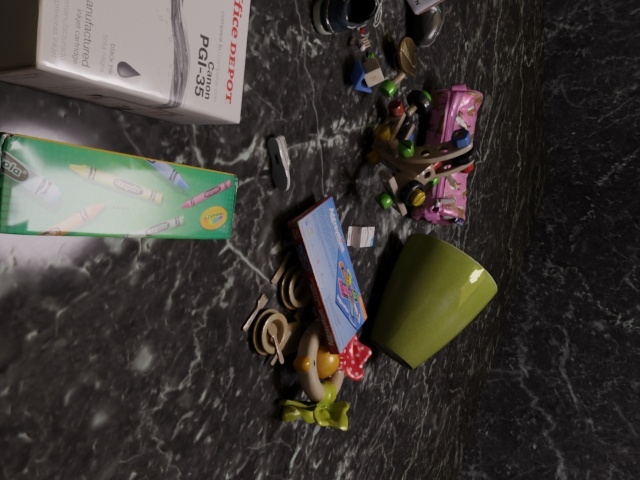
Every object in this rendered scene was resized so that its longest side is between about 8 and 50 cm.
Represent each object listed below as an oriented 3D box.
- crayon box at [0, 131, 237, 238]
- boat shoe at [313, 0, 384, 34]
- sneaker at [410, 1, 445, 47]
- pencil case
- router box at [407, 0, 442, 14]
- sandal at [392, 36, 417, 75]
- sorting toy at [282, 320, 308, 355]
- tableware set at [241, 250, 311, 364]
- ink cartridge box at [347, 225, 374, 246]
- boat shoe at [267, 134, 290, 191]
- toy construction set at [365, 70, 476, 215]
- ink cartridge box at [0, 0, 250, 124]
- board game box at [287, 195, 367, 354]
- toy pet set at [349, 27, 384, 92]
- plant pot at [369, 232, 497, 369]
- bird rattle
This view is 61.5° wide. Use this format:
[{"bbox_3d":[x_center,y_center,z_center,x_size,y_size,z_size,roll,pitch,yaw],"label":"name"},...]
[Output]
[{"bbox_3d":[-0.241,-0.052,0.562,0.278,0.165,0.081,2,96,-59],"label":"crayon box"},{"bbox_3d":[0.079,-0.471,1.068,0.254,0.079,0.095,-41,131,-47],"label":"boat shoe"},{"bbox_3d":[0.247,-0.617,1.324,0.106,0.101,0.267,-4,103,-36],"label":"sneaker"},{"bbox_3d":[0.357,-0.238,1.524,0.160,0.167,0.386,9,90,-27],"label":"pencil case"},{"bbox_3d":[0.081,-0.532,0.733,0.335,0.082,0.301,43,38,-36],"label":"router box"},{"bbox_3d":[0.203,-0.446,1.322,0.180,0.049,0.072,-14,116,-73],"label":"sandal"},{"bbox_3d":[-0.052,0.193,1.091,0.083,0.012,0.062,-9,101,-55],"label":"sorting toy"},{"bbox_3d":[-0.062,0.132,1.021,0.194,0.039,0.128,-60,138,-32],"label":"tableware set"},{"bbox_3d":[0.095,-0.010,1.267,0.083,0.028,0.048,-5,102,-58],"label":"ink cartridge box"},{"bbox_3d":[-0.068,-0.138,0.959,0.035,0.035,0.100,-35,120,-47],"label":"boat shoe"},{"bbox_3d":[0.189,-0.169,1.257,0.237,0.257,0.309,-46,166,-8],"label":"toy construction set"},{"bbox_3d":[-0.211,-0.257,0.605,0.283,0.117,0.207,-1,98,-59],"label":"ink cartridge box"},{"bbox_3d":[0.020,0.067,1.068,0.145,0.027,0.281,-40,118,-52],"label":"board game box"},{"bbox_3d":[0.092,-0.372,1.160,0.122,0.065,0.114,51,20,-55],"label":"toy pet set"},{"bbox_3d":[0.266,0.180,1.415,0.293,0.274,0.275,-53,143,-12],"label":"plant pot"},{"bbox_3d":[0.020,0.260,1.114,0.253,0.143,0.207,-52,134,-42],"label":"bird rattle"}]
